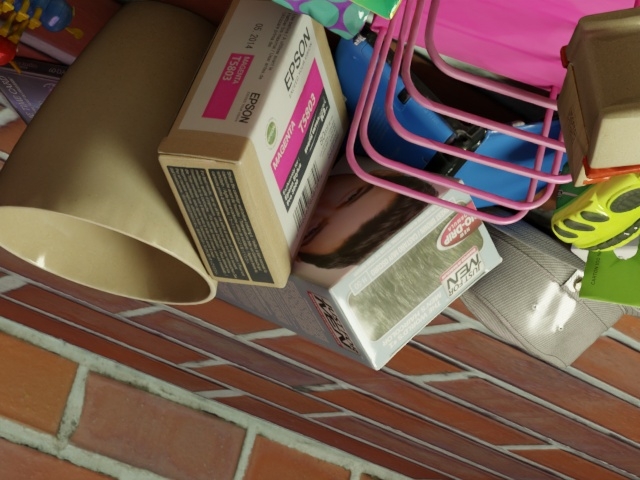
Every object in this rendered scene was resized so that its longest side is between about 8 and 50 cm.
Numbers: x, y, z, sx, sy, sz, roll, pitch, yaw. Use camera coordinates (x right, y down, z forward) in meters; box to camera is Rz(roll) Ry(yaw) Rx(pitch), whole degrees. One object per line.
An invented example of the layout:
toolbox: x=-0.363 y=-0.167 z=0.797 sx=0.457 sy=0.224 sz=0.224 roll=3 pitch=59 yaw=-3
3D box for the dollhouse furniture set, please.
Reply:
dollhouse furniture set: x=0.302 y=-0.112 z=0.931 sx=0.259 sy=0.262 sz=0.135 roll=-8 pitch=162 yaw=1

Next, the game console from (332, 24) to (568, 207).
game console: x=0.140 y=-0.131 z=1.473 sx=0.250 sy=0.173 sz=0.293 roll=47 pitch=161 yaw=5

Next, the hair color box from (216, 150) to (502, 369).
hair color box: x=0.000 y=0.000 z=1.479 sx=0.374 sy=0.185 sz=0.114 roll=19 pitch=144 yaw=55

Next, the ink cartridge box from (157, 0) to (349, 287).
ink cartridge box: x=-0.058 y=-0.103 z=1.325 sx=0.088 sy=0.235 sz=0.193 roll=8 pitch=145 yaw=19

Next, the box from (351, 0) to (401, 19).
box: x=0.005 y=-0.246 z=1.111 sx=0.105 sy=0.043 sz=0.179 roll=23 pitch=-161 yaw=-22

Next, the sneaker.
sneaker: x=0.326 y=-0.098 z=1.286 sx=0.109 sy=0.123 sz=0.295 roll=21 pitch=143 yaw=-31

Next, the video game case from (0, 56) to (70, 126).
video game case: x=-0.272 y=-0.163 z=1.720 sx=0.274 sy=0.026 sz=0.196 roll=13 pitch=161 yaw=13

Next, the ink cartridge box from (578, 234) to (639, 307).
ink cartridge box: x=0.389 y=-0.021 z=1.326 sx=0.255 sy=0.189 sz=0.097 roll=8 pitch=161 yaw=24

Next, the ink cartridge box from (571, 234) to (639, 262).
ink cartridge box: x=0.425 y=0.000 z=1.496 sx=0.237 sy=0.100 sz=0.172 roll=-1 pitch=155 yaw=42

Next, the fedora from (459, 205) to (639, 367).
fedora: x=0.269 y=0.073 z=1.690 sx=0.275 sy=0.124 sz=0.243 roll=36 pitch=176 yaw=-31

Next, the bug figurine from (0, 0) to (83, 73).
bug figurine: x=-0.381 y=-0.261 z=1.450 sx=0.216 sy=0.072 sz=0.279 roll=32 pitch=161 yaw=-25

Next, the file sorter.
file sorter: x=0.152 y=-0.149 z=1.163 sx=0.202 sy=0.182 sz=0.291 roll=17 pitch=161 yaw=-6

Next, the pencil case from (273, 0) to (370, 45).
pencil case: x=-0.022 y=-0.237 z=1.236 sx=0.151 sy=0.064 sz=0.070 roll=22 pitch=140 yaw=-16

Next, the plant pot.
plant pot: x=-0.197 y=-0.105 z=1.429 sx=0.256 sy=0.274 sz=0.256 roll=14 pitch=162 yaw=5
